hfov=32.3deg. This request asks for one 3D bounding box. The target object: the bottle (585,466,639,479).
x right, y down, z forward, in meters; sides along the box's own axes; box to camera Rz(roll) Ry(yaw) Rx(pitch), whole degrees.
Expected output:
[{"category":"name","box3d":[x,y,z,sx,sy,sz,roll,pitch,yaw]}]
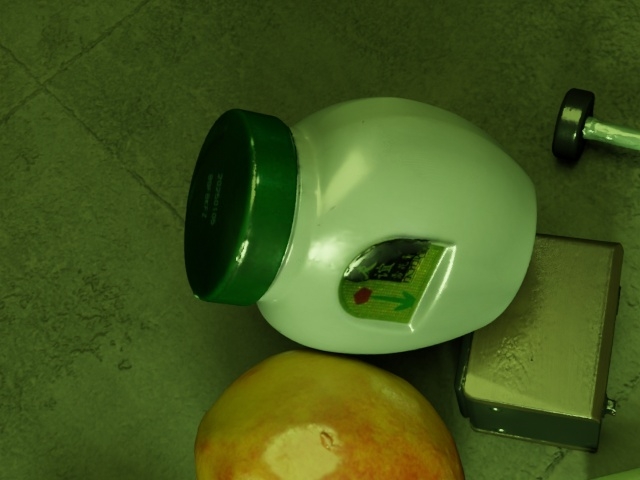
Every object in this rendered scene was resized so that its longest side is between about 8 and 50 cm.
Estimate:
[{"category":"bottle","box3d":[0.421,0.296,1.312,0.201,0.072,0.072,-15,62,4]}]

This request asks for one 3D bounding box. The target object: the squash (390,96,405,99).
[{"category":"squash","box3d":[0.057,-0.103,1.583,0.083,0.083,0.250,33,78,24]}]

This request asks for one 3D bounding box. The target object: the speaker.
[{"category":"speaker","box3d":[0.280,0.123,1.380,0.192,0.153,0.231,7,66,16]}]

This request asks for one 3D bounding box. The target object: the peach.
[{"category":"peach","box3d":[0.019,0.274,1.292,0.308,0.289,0.289,22,71,26]}]

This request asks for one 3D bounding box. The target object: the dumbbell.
[{"category":"dumbbell","box3d":[0.421,-0.141,1.510,0.191,0.100,0.100,16,69,17]}]

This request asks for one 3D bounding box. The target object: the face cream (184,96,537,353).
[{"category":"face cream","box3d":[0.046,-0.014,1.239,0.357,0.312,0.219,9,32,-24]}]
